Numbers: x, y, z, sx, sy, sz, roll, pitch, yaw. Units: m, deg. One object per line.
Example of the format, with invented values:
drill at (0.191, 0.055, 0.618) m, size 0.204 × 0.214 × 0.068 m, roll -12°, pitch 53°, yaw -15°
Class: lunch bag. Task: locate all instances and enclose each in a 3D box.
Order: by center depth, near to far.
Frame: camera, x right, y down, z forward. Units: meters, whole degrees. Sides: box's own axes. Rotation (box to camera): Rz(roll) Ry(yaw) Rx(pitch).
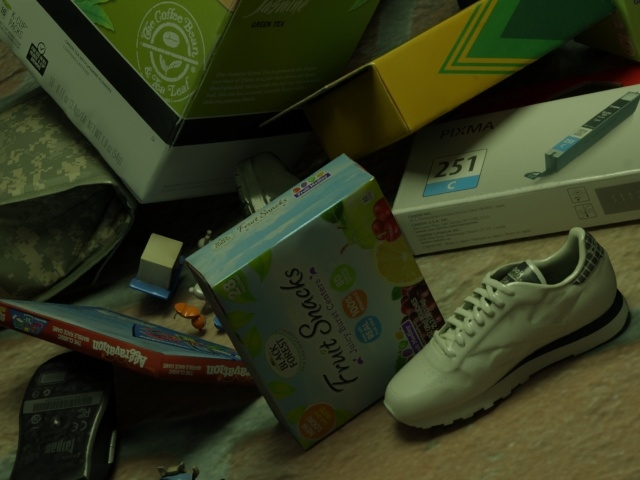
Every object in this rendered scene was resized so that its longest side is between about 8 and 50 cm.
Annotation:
lunch bag at (-0.308, -0.053, 2.071) m, size 0.287 × 0.169 × 0.235 m, roll -23°, pitch 32°, yaw 16°

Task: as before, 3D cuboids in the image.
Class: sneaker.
sneaker at (0.151, 0.076, 1.631) m, size 0.235 × 0.095 × 0.090 m, roll -32°, pitch 35°, yaw -3°
sneaker at (0.000, 0.000, 1.853) m, size 0.130 × 0.109 × 0.286 m, roll -23°, pitch 42°, yaw -4°

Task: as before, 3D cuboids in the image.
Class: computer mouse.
computer mouse at (-0.277, 0.228, 1.767) m, size 0.184 × 0.060 × 0.262 m, roll -13°, pitch 47°, yaw 14°

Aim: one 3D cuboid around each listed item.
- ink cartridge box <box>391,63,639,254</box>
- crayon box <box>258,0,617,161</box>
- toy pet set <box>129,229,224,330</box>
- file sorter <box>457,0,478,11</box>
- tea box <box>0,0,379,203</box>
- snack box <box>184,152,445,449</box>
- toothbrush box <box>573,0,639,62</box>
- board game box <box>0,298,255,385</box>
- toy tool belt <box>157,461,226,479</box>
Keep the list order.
ink cartridge box at (0.238, -0.111, 1.849) m, size 0.296 × 0.066 × 0.261 m, roll -10°, pitch 38°, yaw 26°
crayon box at (0.117, -0.173, 1.891) m, size 0.323 × 0.083 × 0.203 m, roll -30°, pitch 4°, yaw -22°
toy pet set at (-0.137, 0.048, 1.930) m, size 0.114 × 0.065 × 0.122 m, roll 18°, pitch 48°, yaw 3°
file sorter at (0.202, -0.331, 2.131) m, size 0.104 × 0.118 × 0.170 m, roll -14°, pitch 36°, yaw 13°
tea box at (-0.142, -0.269, 1.963) m, size 0.220 × 0.323 × 0.329 m, roll -9°, pitch 46°, yaw -46°
snack box at (0.003, 0.056, 1.659) m, size 0.174 × 0.207 × 0.070 m, roll -33°, pitch 33°, yaw -10°
toothbrush box at (0.331, -0.358, 1.907) m, size 0.206 × 0.283 × 0.122 m, roll -35°, pitch 34°, yaw -18°
board game box at (-0.189, 0.098, 1.821) m, size 0.281 × 0.145 × 0.027 m, roll 13°, pitch 95°, yaw 46°
toy tool belt at (-0.127, 0.224, 1.667) m, size 0.083 × 0.051 × 0.052 m, roll -19°, pitch 34°, yaw 13°
